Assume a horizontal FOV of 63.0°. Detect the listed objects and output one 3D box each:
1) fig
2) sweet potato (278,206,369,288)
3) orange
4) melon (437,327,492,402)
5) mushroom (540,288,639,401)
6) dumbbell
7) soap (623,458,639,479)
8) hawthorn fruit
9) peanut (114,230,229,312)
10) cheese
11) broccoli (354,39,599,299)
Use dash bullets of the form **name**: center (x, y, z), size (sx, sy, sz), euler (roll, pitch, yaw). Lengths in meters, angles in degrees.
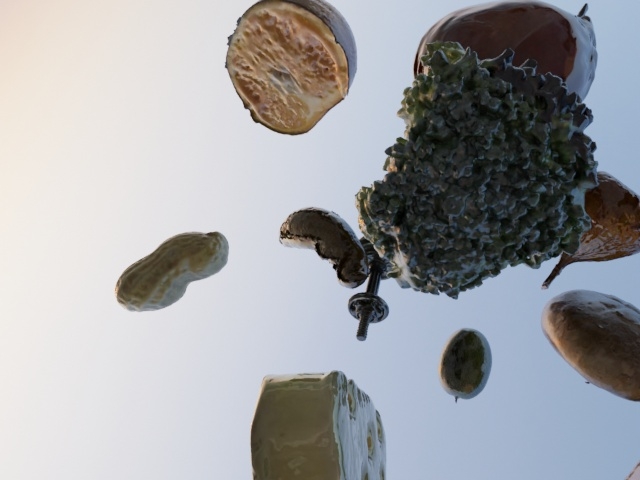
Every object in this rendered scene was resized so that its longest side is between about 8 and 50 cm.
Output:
- **fig**: center (0.419, 0.000, 0.813), size (0.201, 0.146, 0.134), euler (-60, 175, 11)
- **sweet potato**: center (0.002, -0.002, 1.028), size (0.310, 0.098, 0.124), euler (26, -61, 48)
- **orange**: center (-0.055, -0.362, 1.068), size (0.274, 0.274, 0.310), euler (-49, -175, -1)
- **melon**: center (0.317, 0.275, 1.153), size (0.114, 0.114, 0.168), euler (5, -110, 44)
- **mushroom**: center (0.539, 0.185, 0.952), size (0.278, 0.278, 0.146), euler (45, -53, 51)
- **dumbbell**: center (0.102, 0.087, 1.003), size (0.110, 0.110, 0.255), euler (-19, -145, 31)
- **soap**: center (0.632, 0.440, 0.877), size (0.107, 0.296, 0.285), euler (42, -93, 13)
- **hawthorn fruit**: center (0.338, -0.298, 0.984), size (0.324, 0.308, 0.308), euler (0, -128, 3)
- **peanut**: center (-0.370, 0.074, 1.317), size (0.305, 0.147, 0.147), euler (-38, -142, -10)
- **cheese**: center (0.021, 0.324, 0.689), size (0.104, 0.384, 0.384), euler (-6, -128, 13)
- **broccoli**: center (0.213, -0.083, 0.744), size (0.281, 0.293, 0.348), euler (-83, -162, -66)
